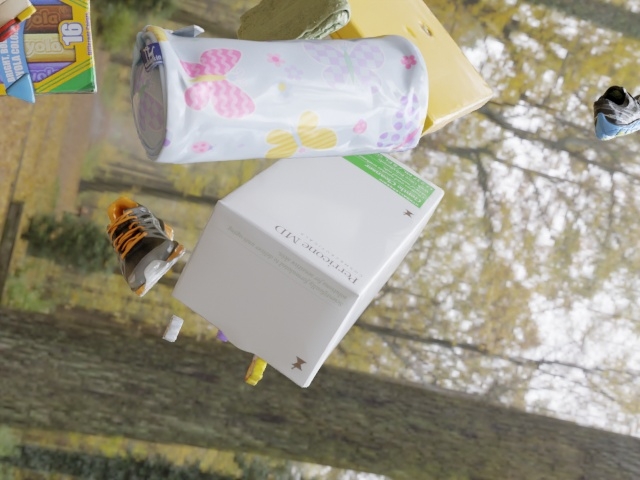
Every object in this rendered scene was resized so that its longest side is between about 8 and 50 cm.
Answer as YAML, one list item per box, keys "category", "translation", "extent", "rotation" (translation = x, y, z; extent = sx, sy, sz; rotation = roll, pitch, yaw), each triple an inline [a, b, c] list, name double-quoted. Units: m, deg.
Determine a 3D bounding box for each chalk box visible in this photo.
- category: "chalk box"
  translation: [-0.494, -0.310, 1.353]
  extent: [0.180, 0.289, 0.179]
  rotation: [-145, -127, -68]

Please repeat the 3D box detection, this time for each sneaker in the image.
- category: "sneaker"
  translation: [-0.231, 0.003, 1.135]
  extent: [0.084, 0.083, 0.215]
  rotation: [-43, -158, -3]
- category: "sneaker"
  translation: [0.489, -0.213, 1.435]
  extent: [0.067, 0.188, 0.078]
  rotation: [-9, -81, 43]

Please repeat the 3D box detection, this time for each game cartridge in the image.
- category: "game cartridge"
  translation: [0.116, -0.294, 1.340]
  extent: [0.053, 0.285, 0.324]
  rotation: [-39, 176, 31]

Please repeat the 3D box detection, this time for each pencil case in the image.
- category: "pencil case"
  translation: [-0.037, -0.135, 0.827]
  extent: [0.113, 0.273, 0.124]
  rotation: [116, -37, -48]

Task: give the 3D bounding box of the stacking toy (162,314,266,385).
- category: "stacking toy"
  translation: [-0.132, 0.097, 1.434]
  extent: [0.221, 0.167, 0.052]
  rotation: [-66, -169, -9]

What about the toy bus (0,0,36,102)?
- category: "toy bus"
  translation: [-0.397, -0.220, 0.934]
  extent: [0.104, 0.202, 0.191]
  rotation: [-148, -114, -67]

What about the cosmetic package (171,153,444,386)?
- category: "cosmetic package"
  translation: [0.000, 0.000, 1.138]
  extent: [0.155, 0.197, 0.365]
  rotation: [-60, 173, 28]

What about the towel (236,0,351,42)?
- category: "towel"
  translation: [-0.033, -0.243, 0.998]
  extent: [0.148, 0.027, 0.110]
  rotation: [-30, -133, 24]
